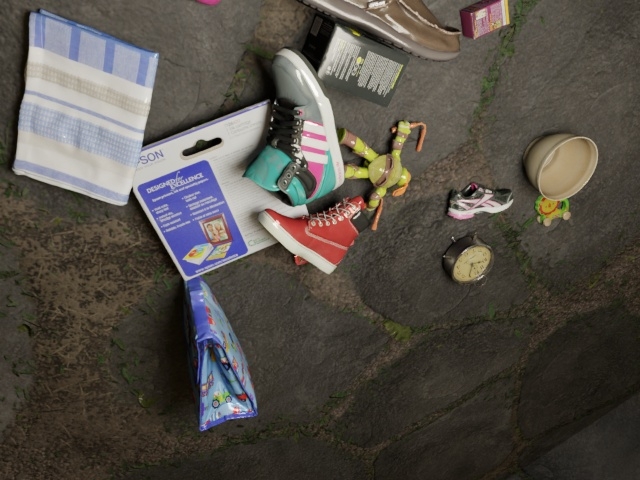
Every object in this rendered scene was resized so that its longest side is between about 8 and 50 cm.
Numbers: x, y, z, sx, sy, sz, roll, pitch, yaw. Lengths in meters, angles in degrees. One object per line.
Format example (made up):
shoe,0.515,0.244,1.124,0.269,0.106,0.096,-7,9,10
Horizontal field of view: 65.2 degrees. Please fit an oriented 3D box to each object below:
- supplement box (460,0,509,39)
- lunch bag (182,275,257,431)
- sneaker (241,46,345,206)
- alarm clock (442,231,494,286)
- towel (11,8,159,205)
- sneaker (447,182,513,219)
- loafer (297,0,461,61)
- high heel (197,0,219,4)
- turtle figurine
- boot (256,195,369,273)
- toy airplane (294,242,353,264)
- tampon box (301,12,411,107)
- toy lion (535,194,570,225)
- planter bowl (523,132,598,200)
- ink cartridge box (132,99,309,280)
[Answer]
supplement box,0.331,-0.451,1.009,0.083,0.043,0.055,-25,126,-6
lunch bag,-0.240,0.226,1.106,0.138,0.221,0.293,-12,124,-13
sneaker,-0.069,-0.176,0.904,0.178,0.124,0.295,-39,132,-23
alarm clock,0.404,0.064,1.349,0.129,0.064,0.192,-36,124,3
towel,-0.402,-0.211,0.844,0.209,0.034,0.285,19,113,-8
sneaker,0.399,-0.108,1.238,0.178,0.072,0.077,-16,115,-18
loafer,0.117,-0.426,0.885,0.366,0.134,0.130,12,116,-27
high heel,-0.233,-0.453,0.745,0.082,0.117,0.244,-37,126,4
turtle figurine,0.116,-0.147,1.091,0.217,0.087,0.269,13,115,-27
boot,-0.004,-0.048,1.038,0.176,0.088,0.244,-51,136,7
toy airplane,0.000,0.000,1.175,0.151,0.028,0.151,-10,123,-16
tampon box,0.060,-0.333,0.930,0.161,0.120,0.101,12,116,-27
toy lion,0.630,-0.094,1.360,0.100,0.034,0.096,-16,118,-11
planter bowl,0.569,-0.194,1.221,0.162,0.109,0.162,-10,124,-15
ink cartridge box,-0.198,-0.099,1.016,0.304,0.072,0.307,-22,124,-6
